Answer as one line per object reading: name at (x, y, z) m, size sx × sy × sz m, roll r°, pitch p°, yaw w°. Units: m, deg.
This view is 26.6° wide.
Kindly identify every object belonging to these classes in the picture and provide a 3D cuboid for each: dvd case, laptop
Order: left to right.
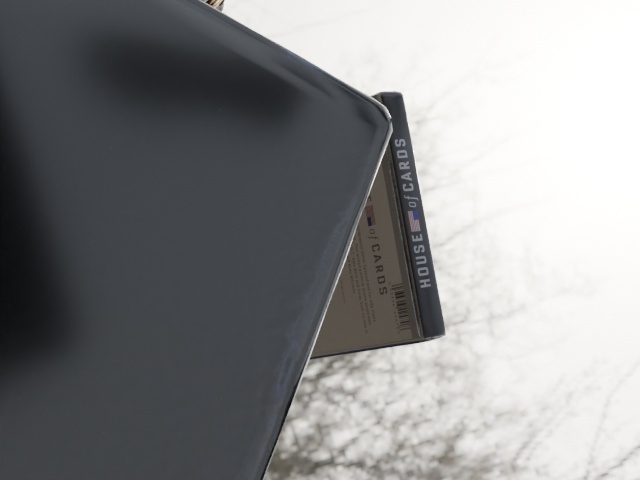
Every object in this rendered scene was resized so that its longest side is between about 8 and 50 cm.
laptop at (-0.240, 0.074, 0.320) m, size 0.408 × 0.382 × 0.236 m, roll -60°, pitch -172°, yaw 14°
dvd case at (0.000, 0.000, 1.047) m, size 0.238 × 0.029 × 0.179 m, roll -15°, pitch -97°, yaw 55°

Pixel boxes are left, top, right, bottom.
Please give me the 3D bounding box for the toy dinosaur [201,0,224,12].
toy dinosaur at (-0.145, -0.204, 1.052) m, size 0.164 × 0.218 × 0.322 m, roll 5°, pitch -79°, yaw 34°
